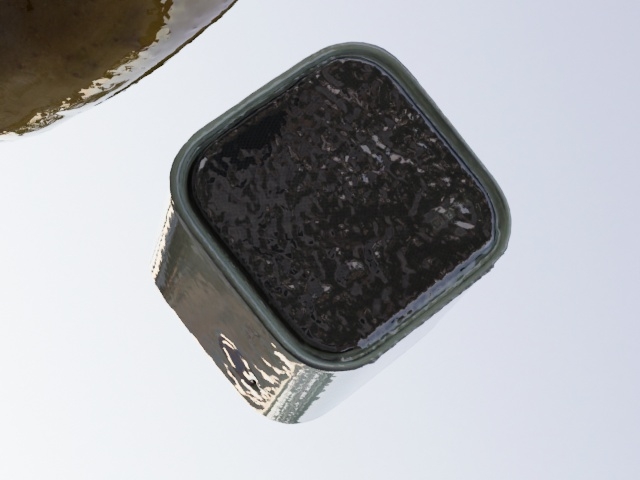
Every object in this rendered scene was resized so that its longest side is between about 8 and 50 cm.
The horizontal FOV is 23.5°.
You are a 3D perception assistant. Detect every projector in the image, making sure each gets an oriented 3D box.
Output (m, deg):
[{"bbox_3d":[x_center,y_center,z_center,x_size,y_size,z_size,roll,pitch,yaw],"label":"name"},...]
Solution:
[{"bbox_3d":[0.000,0.000,1.411,0.248,0.248,0.249,51,-19,7],"label":"projector"}]

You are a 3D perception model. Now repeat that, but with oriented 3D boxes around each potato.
[{"bbox_3d":[-0.153,-0.165,0.838,0.369,0.195,0.176,-10,-45,48],"label":"potato"}]
